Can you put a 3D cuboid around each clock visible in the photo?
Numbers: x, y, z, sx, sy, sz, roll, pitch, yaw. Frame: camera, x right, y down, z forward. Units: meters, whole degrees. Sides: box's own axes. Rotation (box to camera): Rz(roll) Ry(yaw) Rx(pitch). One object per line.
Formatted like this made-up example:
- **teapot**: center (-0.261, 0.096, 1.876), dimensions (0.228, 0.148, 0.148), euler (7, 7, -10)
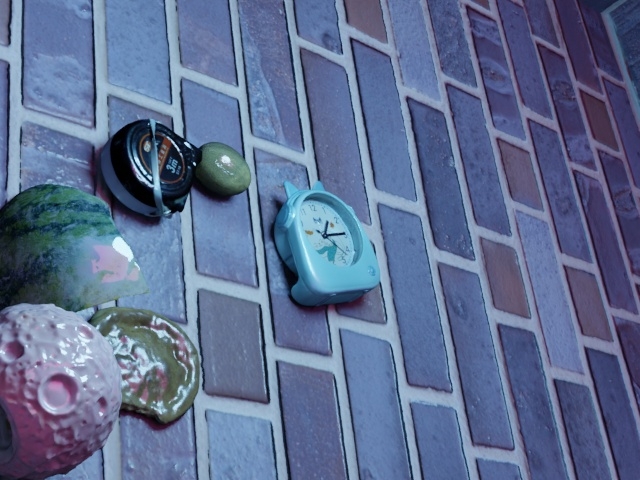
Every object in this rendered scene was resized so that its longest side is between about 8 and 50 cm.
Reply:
- **clock**: center (0.000, 0.000, 2.286), dimensions (0.223, 0.094, 0.274), euler (-1, 63, -47)

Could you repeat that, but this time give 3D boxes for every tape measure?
- **tape measure**: center (-0.323, -0.138, 2.034), dimensions (0.181, 0.107, 0.182), euler (39, 42, -25)

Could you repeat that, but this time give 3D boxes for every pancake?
- **pancake**: center (-0.304, 0.209, 1.862), dimensions (0.236, 0.042, 0.222), euler (40, 44, -18)

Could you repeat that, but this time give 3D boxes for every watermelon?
- **watermelon**: center (-0.421, 0.028, 1.764), dimensions (0.176, 0.260, 0.256), euler (34, 59, -45)

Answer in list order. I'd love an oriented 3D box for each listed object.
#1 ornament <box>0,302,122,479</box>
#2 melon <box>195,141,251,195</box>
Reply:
- **ornament**: center (-0.414, 0.215, 1.579), dimensions (0.259, 0.259, 0.225), euler (57, 39, 1)
- **melon**: center (-0.198, -0.143, 2.173), dimensions (0.130, 0.098, 0.098), euler (34, 44, -20)
